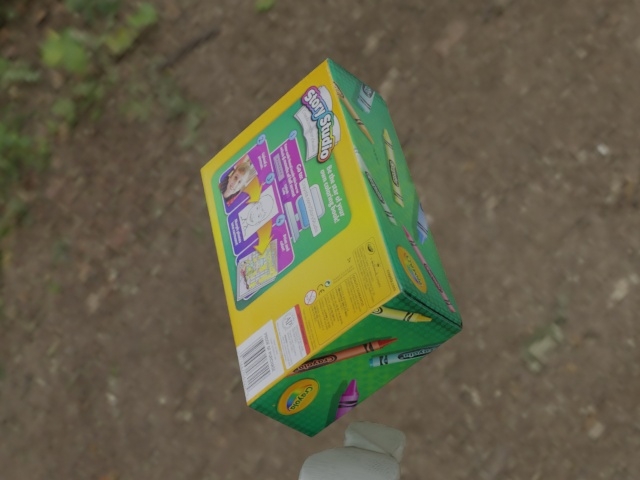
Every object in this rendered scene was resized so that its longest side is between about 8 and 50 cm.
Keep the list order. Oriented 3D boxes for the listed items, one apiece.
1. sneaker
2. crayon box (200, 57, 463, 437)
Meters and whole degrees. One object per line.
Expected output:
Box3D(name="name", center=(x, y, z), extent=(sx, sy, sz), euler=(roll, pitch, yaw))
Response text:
Box3D(name="sneaker", center=(0.030, 0.227, 1.194), extent=(0.212, 0.080, 0.094), euler=(-18, -60, -73))
Box3D(name="crayon box", center=(0.000, 0.000, 1.138), extent=(0.165, 0.081, 0.278), euler=(-38, 43, 24))
